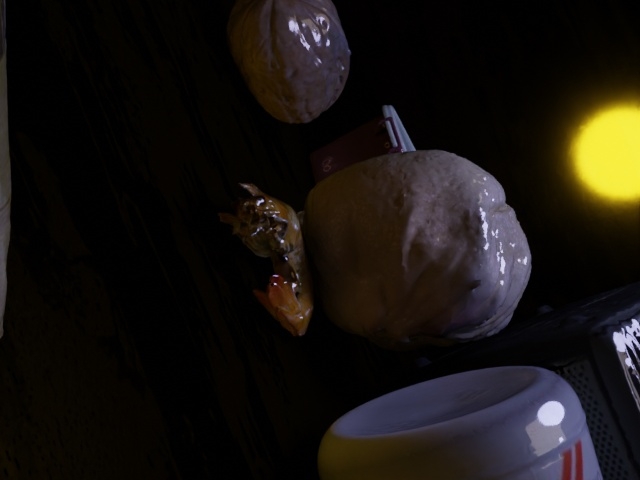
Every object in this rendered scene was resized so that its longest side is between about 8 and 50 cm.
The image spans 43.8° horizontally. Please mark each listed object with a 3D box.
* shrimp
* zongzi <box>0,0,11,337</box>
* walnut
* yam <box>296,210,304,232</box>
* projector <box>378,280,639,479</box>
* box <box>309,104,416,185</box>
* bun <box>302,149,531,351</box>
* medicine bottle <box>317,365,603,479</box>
[{"bbox_3d":[-0.049,0.015,0.820,0.249,0.068,0.150,54,20,-63],"label":"shrimp"},{"bbox_3d":[-0.208,-0.147,0.365,0.289,0.154,0.317,-104,-176,-49],"label":"zongzi"},{"bbox_3d":[-0.041,-0.265,1.131,0.230,0.178,0.178,70,6,-47],"label":"walnut"},{"bbox_3d":[0.000,0.000,1.087,0.043,0.043,0.094,-94,158,-56],"label":"yam"},{"bbox_3d":[0.343,0.196,1.014,0.395,0.405,0.242,-14,79,-37],"label":"projector"},{"bbox_3d":[0.111,-0.060,1.359,0.294,0.167,0.193,53,17,-46],"label":"box"},{"bbox_3d":[0.115,0.029,0.944,0.281,0.281,0.205,46,33,-57],"label":"bun"},{"bbox_3d":[0.146,0.288,0.714,0.245,0.245,0.306,-13,86,-77],"label":"medicine bottle"}]
